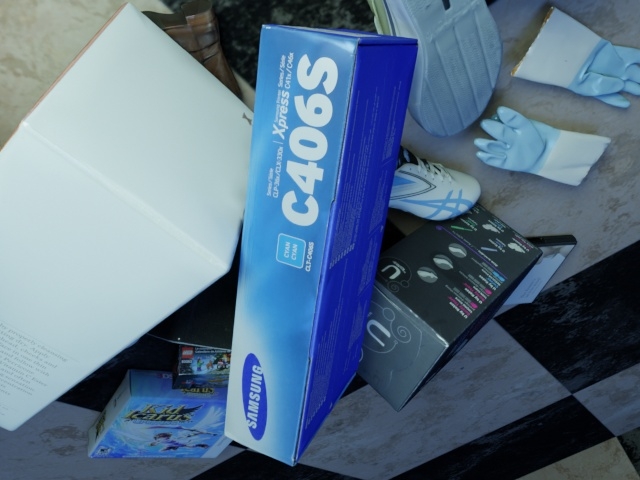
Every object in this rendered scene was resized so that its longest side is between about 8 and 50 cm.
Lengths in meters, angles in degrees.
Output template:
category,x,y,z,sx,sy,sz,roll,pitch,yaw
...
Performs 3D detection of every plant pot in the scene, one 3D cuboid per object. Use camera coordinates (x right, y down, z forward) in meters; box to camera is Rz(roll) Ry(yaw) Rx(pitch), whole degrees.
category,x,y,z,sx,sy,sz,roll,pitch,yaw
plant pot,-0.110,0.043,0.707,0.187,0.167,0.188,16,169,-34

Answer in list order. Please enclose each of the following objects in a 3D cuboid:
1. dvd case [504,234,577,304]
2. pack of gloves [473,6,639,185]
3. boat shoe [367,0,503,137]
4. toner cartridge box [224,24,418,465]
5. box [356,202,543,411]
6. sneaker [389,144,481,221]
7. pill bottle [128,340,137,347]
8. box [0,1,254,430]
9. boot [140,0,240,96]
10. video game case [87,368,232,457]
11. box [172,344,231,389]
category,x,y,z,sx,sy,sz,roll,pitch,yaw
dvd case,0.309,0.062,1.033,0.252,0.022,0.180,-3,139,-17
pack of gloves,0.305,-0.177,0.747,0.232,0.046,0.195,7,124,-31
boat shoe,0.106,-0.216,0.566,0.109,0.094,0.302,-33,149,2
toner cartridge box,0.000,0.000,0.506,0.075,0.165,0.348,16,113,19
box,0.159,0.077,0.805,0.270,0.143,0.165,-31,153,-41
sneaker,0.118,-0.080,0.746,0.237,0.085,0.086,2,130,-27
pill bottle,-0.313,0.115,0.792,0.193,0.108,0.108,-32,139,17
box,-0.236,-0.007,0.537,0.345,0.215,0.168,-35,121,29
boot,-0.141,-0.172,0.577,0.106,0.037,0.114,-13,146,-2
video game case,-0.276,0.343,1.118,0.269,0.061,0.244,13,131,-32
box,-0.154,0.206,0.935,0.159,0.044,0.233,3,160,-16
